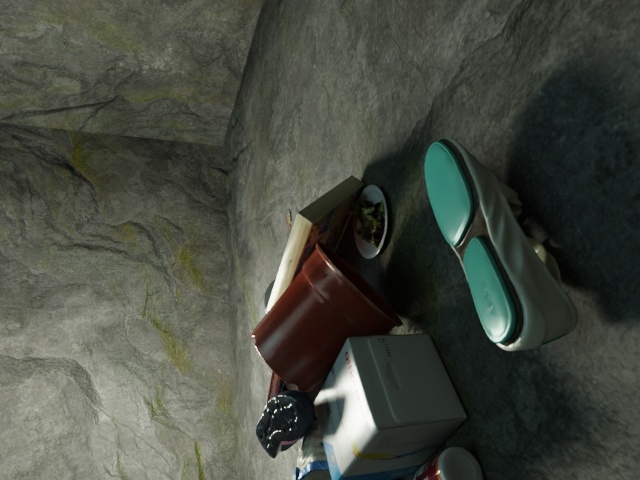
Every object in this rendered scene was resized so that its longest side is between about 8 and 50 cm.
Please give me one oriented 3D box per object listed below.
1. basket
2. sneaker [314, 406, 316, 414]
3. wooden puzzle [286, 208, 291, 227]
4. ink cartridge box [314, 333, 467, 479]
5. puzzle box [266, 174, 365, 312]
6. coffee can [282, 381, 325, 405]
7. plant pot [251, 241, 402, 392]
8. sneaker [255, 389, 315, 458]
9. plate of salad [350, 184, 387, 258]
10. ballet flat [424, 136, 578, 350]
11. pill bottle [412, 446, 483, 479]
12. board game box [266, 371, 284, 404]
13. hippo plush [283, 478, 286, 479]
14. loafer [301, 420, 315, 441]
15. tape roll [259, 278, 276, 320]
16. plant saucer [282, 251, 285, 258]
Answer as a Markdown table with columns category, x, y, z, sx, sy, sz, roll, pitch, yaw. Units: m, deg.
| category | x | y | z | sx | sy | sz | roll | pitch | yaw |
| --- | --- | --- | --- | --- | --- | --- | --- | --- | --- |
| basket | 0.047 | 0.588 | 1.116 | 0.288 | 0.255 | 0.201 | -92 | 20 | -44 |
| sneaker | -0.050 | 0.485 | 1.561 | 0.295 | 0.124 | 0.178 | -42 | 42 | 53 |
| wooden puzzle | -0.134 | -0.095 | 2.006 | 0.049 | 0.006 | 0.083 | 135 | 134 | -61 |
| ink cartridge box | 0.130 | 0.356 | 0.994 | 0.198 | 0.197 | 0.270 | -108 | 28 | -43 |
| puzzle box | -0.019 | 0.026 | 1.376 | 0.052 | 0.272 | 0.408 | 35 | 134 | 15 |
| coffee can | 0.002 | 0.295 | 1.331 | 0.201 | 0.202 | 0.275 | -162 | 75 | -69 |
| plant pot | 0.000 | 0.189 | 1.102 | 0.265 | 0.272 | 0.272 | -46 | 31 | 6 |
| sneaker | -0.062 | 0.415 | 1.130 | 0.112 | 0.131 | 0.319 | 52 | 143 | 17 |
| plate of salad | 0.123 | -0.051 | 1.264 | 0.200 | 0.048 | 0.199 | -177 | 90 | -69 |
| ballet flat | 0.276 | -0.009 | 0.749 | 0.139 | 0.139 | 0.400 | 114 | 154 | -45 |
| pill bottle | 0.229 | 0.452 | 0.882 | 0.152 | 0.086 | 0.086 | 113 | 151 | -45 |
| board game box | -0.119 | 0.386 | 1.357 | 0.145 | 0.027 | 0.281 | 93 | -177 | -45 |
| hippo plush | 0.016 | 0.798 | 1.285 | 0.237 | 0.234 | 0.294 | -5 | 102 | 26 |
| loafer | -0.061 | 0.653 | 1.622 | 0.251 | 0.088 | 0.094 | -126 | 42 | -59 |
| tape roll | -0.086 | 0.220 | 1.549 | 0.072 | 0.219 | 0.219 | 121 | 145 | -52 |
| plant saucer | -0.105 | 0.150 | 1.856 | 0.318 | 0.044 | 0.317 | -178 | 90 | -70 |
